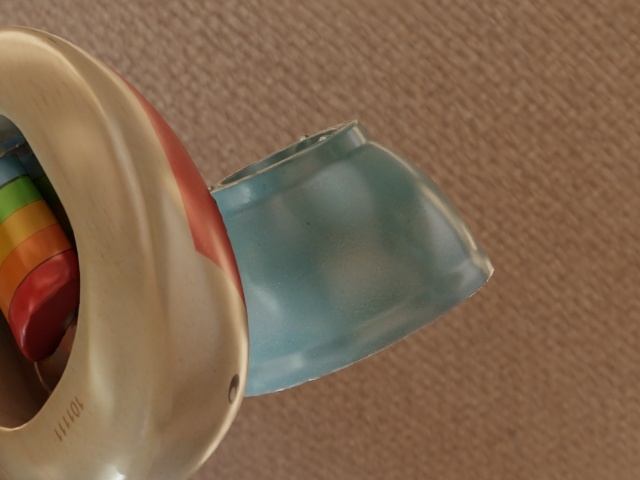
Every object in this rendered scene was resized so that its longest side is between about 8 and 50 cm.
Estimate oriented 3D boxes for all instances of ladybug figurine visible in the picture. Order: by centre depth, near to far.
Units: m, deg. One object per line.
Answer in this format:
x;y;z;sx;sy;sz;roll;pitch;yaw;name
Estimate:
-0.186;0.016;1.249;0.162;0.449;0.305;5;131;-40;ladybug figurine

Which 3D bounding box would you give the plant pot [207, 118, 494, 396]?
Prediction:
0.000;0.000;1.614;0.293;0.293;0.196;-25;97;-1;plant pot
